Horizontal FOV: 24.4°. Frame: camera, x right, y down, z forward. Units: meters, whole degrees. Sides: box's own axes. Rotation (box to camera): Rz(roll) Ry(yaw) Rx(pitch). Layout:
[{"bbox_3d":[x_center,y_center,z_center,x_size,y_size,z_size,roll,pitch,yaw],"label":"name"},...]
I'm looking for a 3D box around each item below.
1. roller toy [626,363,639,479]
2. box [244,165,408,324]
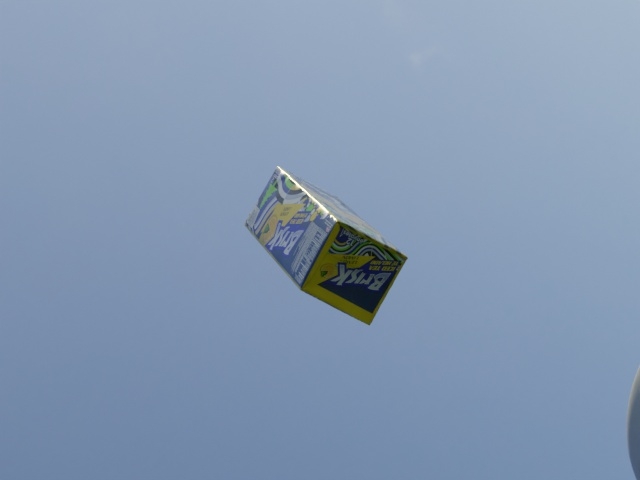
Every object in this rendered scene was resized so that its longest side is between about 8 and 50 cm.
[{"bbox_3d":[0.317,0.128,1.022,0.209,0.191,0.146,1,-171,-27],"label":"roller toy"},{"bbox_3d":[0.000,0.000,1.035,0.059,0.054,0.169,28,-173,-21],"label":"box"}]
